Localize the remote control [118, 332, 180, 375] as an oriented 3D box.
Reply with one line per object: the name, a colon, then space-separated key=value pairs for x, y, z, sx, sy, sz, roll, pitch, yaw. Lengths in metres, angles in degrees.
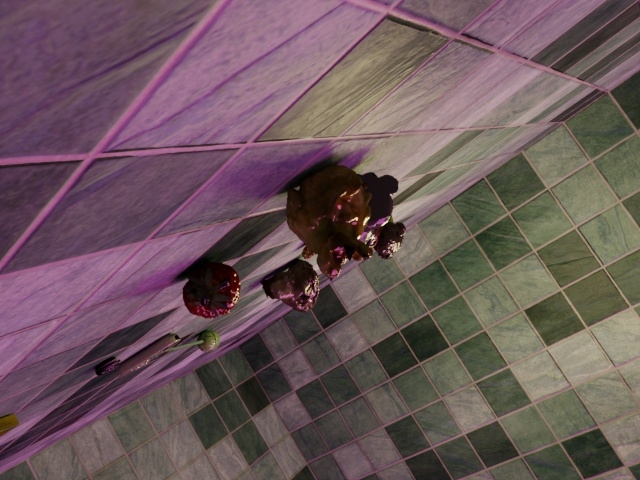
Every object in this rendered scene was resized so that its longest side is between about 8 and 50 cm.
remote control: x=-0.554 y=0.366 z=1.935 sx=0.221 sy=0.042 sz=0.078 roll=-33 pitch=171 yaw=1

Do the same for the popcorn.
popcorn: x=0.027 y=-0.036 z=1.128 sx=0.168 sy=0.195 sz=0.173 roll=-24 pitch=175 yaw=-40

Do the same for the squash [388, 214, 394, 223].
squash: x=0.174 y=-0.042 z=1.998 sx=0.170 sy=0.123 sz=0.170 roll=-26 pitch=171 yaw=-4

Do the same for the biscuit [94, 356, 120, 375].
biscuit: x=-0.608 y=0.360 z=1.725 sx=0.087 sy=0.027 sz=0.089 roll=-33 pitch=172 yaw=13

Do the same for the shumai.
shumai: x=-0.108 y=0.168 z=2.063 sx=0.175 sy=0.166 sz=0.206 roll=-17 pitch=141 yaw=-32

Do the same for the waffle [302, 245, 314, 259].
waffle: x=0.000 y=0.000 z=1.808 sx=0.160 sy=0.046 sz=0.192 roll=-33 pitch=172 yaw=5

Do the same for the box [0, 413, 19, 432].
box: x=-0.941 y=0.550 z=1.548 sx=0.279 sy=0.041 sz=0.153 roll=-33 pitch=172 yaw=5

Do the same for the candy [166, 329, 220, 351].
candy: x=-0.506 y=0.403 z=2.308 sx=0.335 sy=0.093 sz=0.092 roll=1 pitch=104 yaw=-61

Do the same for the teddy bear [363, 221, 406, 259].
teddy bear: x=0.173 y=-0.021 z=1.867 sx=0.177 sy=0.190 sz=0.140 roll=-61 pitch=-158 yaw=10

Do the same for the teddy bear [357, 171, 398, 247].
teddy bear: x=0.060 y=-0.063 z=1.365 sx=0.171 sy=0.144 sz=0.251 roll=-7 pitch=164 yaw=-18

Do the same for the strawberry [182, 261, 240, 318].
strawberry: x=-0.233 y=0.111 z=1.299 sx=0.131 sy=0.131 sz=0.148 roll=-31 pitch=164 yaw=-8
